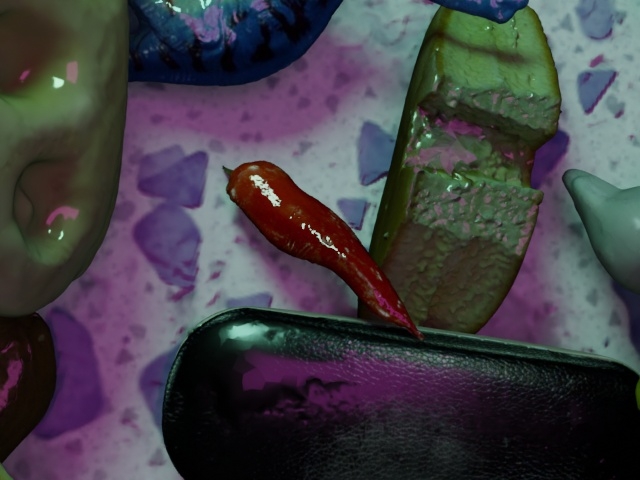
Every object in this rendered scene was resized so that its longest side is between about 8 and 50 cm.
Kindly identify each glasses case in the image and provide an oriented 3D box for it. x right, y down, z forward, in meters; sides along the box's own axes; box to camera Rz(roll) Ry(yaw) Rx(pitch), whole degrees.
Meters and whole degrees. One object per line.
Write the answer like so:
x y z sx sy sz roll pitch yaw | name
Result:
0.060 0.115 0.790 0.314 0.075 0.122 8 98 -9 | glasses case

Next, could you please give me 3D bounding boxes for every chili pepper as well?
0.000 0.000 0.783 0.045 0.027 0.178 -19 54 -45 | chili pepper

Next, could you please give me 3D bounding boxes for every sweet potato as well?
-0.237 0.135 0.755 0.081 0.062 0.233 41 84 11 | sweet potato

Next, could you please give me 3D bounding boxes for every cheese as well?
-0.177 -0.143 0.698 0.351 0.129 0.328 -51 128 -30 | cheese

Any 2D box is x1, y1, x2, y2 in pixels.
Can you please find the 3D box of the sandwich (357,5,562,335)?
0.091 -0.047 0.806 0.090 0.088 0.244 14 83 -8 | sandwich

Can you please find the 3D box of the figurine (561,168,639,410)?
0.290 -0.078 0.792 0.283 0.204 0.338 -13 79 3 | figurine

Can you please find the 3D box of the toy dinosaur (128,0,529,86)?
-0.048 -0.158 0.793 0.329 0.076 0.144 -17 88 3 | toy dinosaur

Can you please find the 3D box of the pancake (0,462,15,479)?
-0.305 0.238 0.636 0.387 0.082 0.387 -11 55 16 | pancake
